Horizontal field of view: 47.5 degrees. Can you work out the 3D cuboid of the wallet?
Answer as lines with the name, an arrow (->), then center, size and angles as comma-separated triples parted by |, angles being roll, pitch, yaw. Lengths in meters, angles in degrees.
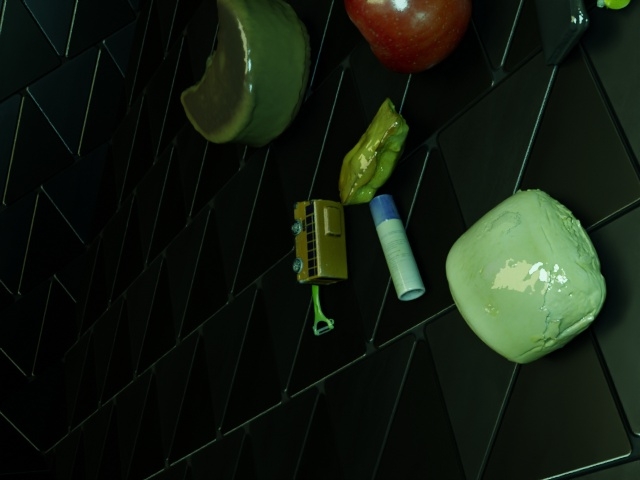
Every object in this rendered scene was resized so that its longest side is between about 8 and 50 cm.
wallet -> 0.403, -0.441, 1.253 | 0.149, 0.044, 0.250 | 107, 159, -75

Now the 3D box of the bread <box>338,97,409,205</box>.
bread -> 0.116, -0.183, 1.579 | 0.233, 0.088, 0.160 | -53, 13, 24

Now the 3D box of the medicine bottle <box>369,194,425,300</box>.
medicine bottle -> 0.159, 0.012, 1.533 | 0.059, 0.059, 0.230 | -43, 51, 41

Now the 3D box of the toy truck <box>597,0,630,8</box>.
toy truck -> 0.466, -0.427, 1.197 | 0.076, 0.076, 0.111 | 103, 149, -41

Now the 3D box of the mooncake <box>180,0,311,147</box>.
mooncake -> -0.207, -0.448, 1.948 | 0.394, 0.246, 0.392 | 8, 99, 54

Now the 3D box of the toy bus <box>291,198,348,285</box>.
toy bus -> 0.000, 0.000, 1.716 | 0.114, 0.098, 0.200 | -18, 70, 50

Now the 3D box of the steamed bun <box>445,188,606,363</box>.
steamed bun -> 0.328, 0.049, 1.210 | 0.232, 0.166, 0.272 | -46, 50, 41

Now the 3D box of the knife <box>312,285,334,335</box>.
knife -> -0.003, 0.143, 1.761 | 0.078, 0.023, 0.166 | -26, 64, 43

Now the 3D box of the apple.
apple -> 0.170, -0.471, 1.445 | 0.217, 0.260, 0.260 | -35, 53, 16
